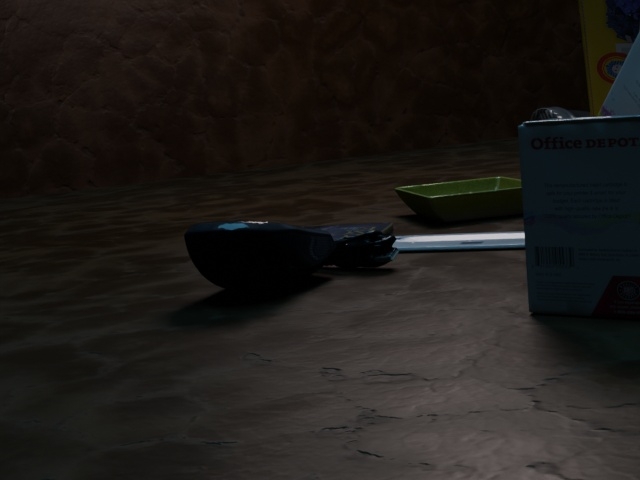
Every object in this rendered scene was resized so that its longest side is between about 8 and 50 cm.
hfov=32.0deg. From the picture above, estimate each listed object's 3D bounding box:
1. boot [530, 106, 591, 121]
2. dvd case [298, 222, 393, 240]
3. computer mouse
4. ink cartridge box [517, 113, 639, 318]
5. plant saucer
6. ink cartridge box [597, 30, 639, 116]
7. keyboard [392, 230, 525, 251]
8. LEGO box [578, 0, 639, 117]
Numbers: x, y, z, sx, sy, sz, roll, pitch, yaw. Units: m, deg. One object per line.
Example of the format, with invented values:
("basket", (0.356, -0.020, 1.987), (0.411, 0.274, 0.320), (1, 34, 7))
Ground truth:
("boot", (0.606, -0.159, 1.801), (0.445, 0.146, 0.367), (-10, 18, -10))
("dvd case", (0.000, 0.000, 1.528), (0.164, 0.018, 0.221), (-3, 9, 14))
("computer mouse", (-0.047, 0.022, 1.261), (0.188, 0.072, 0.272), (-2, -4, 31))
("ink cartridge box", (0.252, -0.024, 0.994), (0.127, 0.175, 0.072), (2, 11, 36))
("plant saucer", (0.229, -0.063, 1.730), (0.188, 0.045, 0.188), (-6, 8, -12))
("ink cartridge box", (0.373, -0.078, 1.115), (0.207, 0.353, 0.119), (-9, 50, -24))
("keyboard", (0.195, 0.003, 1.424), (0.256, 0.014, 0.072), (-2, 14, 19))
("LEGO box", (0.481, -0.263, 1.207), (0.372, 0.500, 0.193), (2, 46, 23))
